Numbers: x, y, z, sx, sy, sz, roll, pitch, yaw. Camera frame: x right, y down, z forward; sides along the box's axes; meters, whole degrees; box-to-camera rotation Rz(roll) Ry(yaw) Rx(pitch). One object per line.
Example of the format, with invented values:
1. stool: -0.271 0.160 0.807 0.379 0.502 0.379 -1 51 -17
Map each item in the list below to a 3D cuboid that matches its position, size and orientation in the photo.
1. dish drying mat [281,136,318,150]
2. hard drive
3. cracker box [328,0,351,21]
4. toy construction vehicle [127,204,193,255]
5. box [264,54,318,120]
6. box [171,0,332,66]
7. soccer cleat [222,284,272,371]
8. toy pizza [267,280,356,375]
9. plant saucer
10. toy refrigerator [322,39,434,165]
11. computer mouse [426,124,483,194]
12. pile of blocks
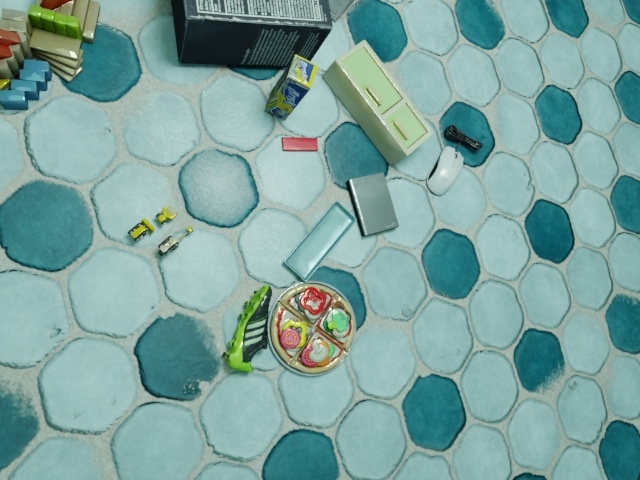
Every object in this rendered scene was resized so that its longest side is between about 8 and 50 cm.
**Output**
1. dish drying mat: -0.046 -0.218 1.152 0.083 0.008 0.032 -3 82 -20
2. hard drive: 0.122 -0.084 1.184 0.094 0.022 0.135 -14 87 -22
3. cracker box: 0.095 -0.624 1.152 0.067 0.232 0.155 39 70 -12
4. toy construction vehicle: -0.314 -0.015 1.008 0.086 0.035 0.098 43 67 2
5. box: -0.064 -0.318 1.075 0.054 0.169 0.059 21 74 -17
6. box: -0.160 -0.540 1.069 0.294 0.183 0.296 -5 81 -22
7. soccer cleat: -0.132 0.178 1.031 0.072 0.060 0.178 29 79 -24
8. toy pizza: -0.013 0.185 1.083 0.201 0.032 0.201 4 80 -20
9. plant saucer: 0.000 0.000 1.128 0.067 0.018 0.192 43 70 -9
10. toy refrigerator: 0.136 -0.320 1.191 0.102 0.094 0.269 -40 97 -22
11. computer mouse: 0.330 -0.197 1.271 0.106 0.042 0.193 34 71 -13
12. pile of blocks: -0.537 -0.349 0.934 0.149 0.113 0.362 35 71 -12
